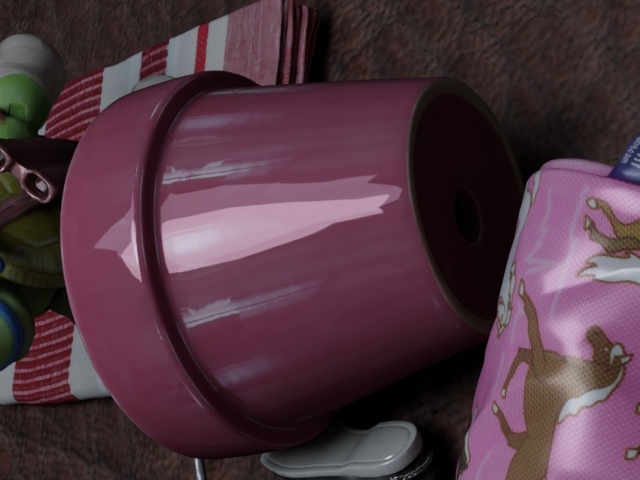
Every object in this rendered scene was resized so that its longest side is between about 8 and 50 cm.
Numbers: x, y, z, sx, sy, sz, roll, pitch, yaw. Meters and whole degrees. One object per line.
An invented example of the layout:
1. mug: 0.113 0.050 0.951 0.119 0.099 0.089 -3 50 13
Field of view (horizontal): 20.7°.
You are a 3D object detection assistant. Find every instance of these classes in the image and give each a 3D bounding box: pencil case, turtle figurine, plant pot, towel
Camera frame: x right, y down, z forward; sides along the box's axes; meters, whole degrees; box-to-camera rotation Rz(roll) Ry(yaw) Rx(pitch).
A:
1. pencil case: 0.116 0.160 0.683 0.167 0.160 0.386 58 -133 -83
2. turtle figurine: -0.166 0.025 1.005 0.197 0.275 0.266 -9 38 19
3. plant pot: 0.000 0.000 0.886 0.180 0.201 0.201 -14 63 31
4. towel: -0.118 -0.013 1.160 0.329 0.037 0.237 -13 67 51

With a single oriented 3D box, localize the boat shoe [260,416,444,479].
1. boat shoe: 0.016 0.119 0.924 0.125 0.038 0.046 -10 32 49
